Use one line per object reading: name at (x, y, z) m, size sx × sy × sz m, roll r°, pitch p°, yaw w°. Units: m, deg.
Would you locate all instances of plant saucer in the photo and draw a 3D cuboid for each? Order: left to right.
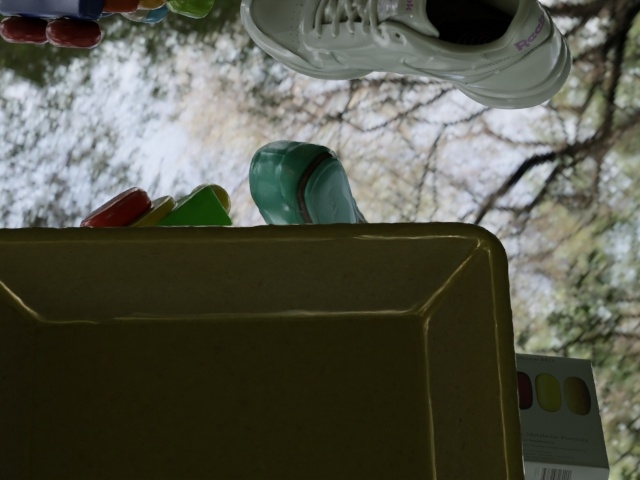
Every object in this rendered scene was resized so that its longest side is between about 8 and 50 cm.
plant saucer at (-0.052, 0.160, 0.715) m, size 0.332 × 0.081 × 0.333 m, roll -1°, pitch -107°, yaw -4°

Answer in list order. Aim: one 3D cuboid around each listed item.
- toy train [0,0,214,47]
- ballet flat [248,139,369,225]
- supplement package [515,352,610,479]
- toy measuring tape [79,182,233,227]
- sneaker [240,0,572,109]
toy train at (-0.140, -0.198, 0.954) m, size 0.143 × 0.105 × 0.248 m, roll -2°, pitch -169°, yaw -38°
ballet flat at (0.000, 0.000, 1.057) m, size 0.087 × 0.247 × 0.083 m, roll 25°, pitch -117°, yaw 34°
supplement package at (0.311, 0.280, 1.717) m, size 0.139 × 0.134 × 0.244 m, roll 5°, pitch -149°, yaw 2°
toy measuring tape at (-0.201, 0.047, 1.073) m, size 0.121 × 0.121 × 0.330 m, roll 42°, pitch -126°, yaw 10°
sneaker at (0.063, -0.202, 1.069) m, size 0.305 × 0.152 × 0.114 m, roll 12°, pitch -102°, yaw 22°
